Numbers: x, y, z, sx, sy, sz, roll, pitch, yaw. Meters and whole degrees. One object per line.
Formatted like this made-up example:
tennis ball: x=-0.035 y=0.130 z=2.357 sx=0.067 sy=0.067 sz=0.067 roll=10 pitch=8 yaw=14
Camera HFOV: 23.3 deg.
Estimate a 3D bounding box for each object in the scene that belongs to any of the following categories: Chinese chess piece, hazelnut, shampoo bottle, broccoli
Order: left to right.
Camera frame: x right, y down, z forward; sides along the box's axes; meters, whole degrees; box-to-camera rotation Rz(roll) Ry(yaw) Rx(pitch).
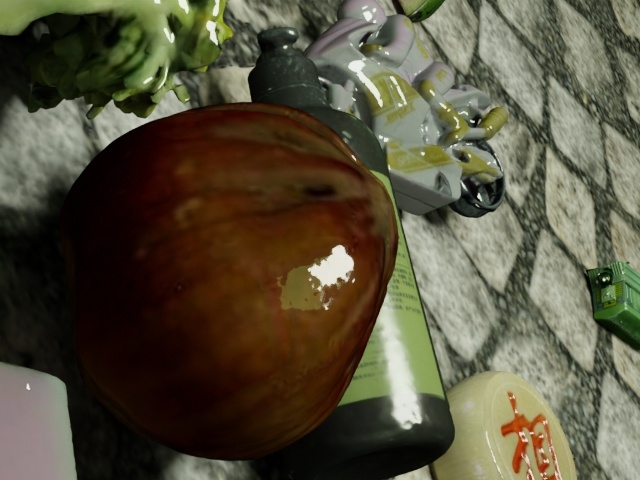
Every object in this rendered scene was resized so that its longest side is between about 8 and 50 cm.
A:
broccoli: x=-0.163 y=-0.161 z=0.799 sx=0.242 sy=0.273 sz=0.180 roll=43 pitch=-10 yaw=-15
hazelnut: x=-0.042 y=0.022 z=0.772 sx=0.178 sy=0.178 sz=0.204 roll=59 pitch=10 yaw=-7
shampoo bottle: x=0.000 y=0.000 z=0.927 sx=0.101 sy=0.101 sz=0.284 roll=16 pitch=55 yaw=-51
Chinese chess piece: x=0.124 y=0.149 z=1.052 sx=0.122 sy=0.051 sz=0.122 roll=35 pitch=41 yaw=-38

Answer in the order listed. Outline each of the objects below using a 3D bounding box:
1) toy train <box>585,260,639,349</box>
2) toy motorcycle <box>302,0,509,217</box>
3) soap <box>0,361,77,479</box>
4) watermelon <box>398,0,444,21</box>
toy train: x=0.268 y=0.057 z=1.354 sx=0.093 sy=0.038 sz=0.056 roll=33 pitch=48 yaw=-41
toy motorcycle: x=0.050 y=-0.099 z=1.103 sx=0.225 sy=0.073 sz=0.152 roll=11 pitch=65 yaw=-44
soap: x=-0.166 y=0.165 z=0.573 sx=0.181 sy=0.081 sz=0.259 roll=19 pitch=51 yaw=-51
watermelon: x=0.078 y=-0.243 z=1.272 sx=0.094 sy=0.125 sz=0.135 roll=22 pitch=63 yaw=-9
